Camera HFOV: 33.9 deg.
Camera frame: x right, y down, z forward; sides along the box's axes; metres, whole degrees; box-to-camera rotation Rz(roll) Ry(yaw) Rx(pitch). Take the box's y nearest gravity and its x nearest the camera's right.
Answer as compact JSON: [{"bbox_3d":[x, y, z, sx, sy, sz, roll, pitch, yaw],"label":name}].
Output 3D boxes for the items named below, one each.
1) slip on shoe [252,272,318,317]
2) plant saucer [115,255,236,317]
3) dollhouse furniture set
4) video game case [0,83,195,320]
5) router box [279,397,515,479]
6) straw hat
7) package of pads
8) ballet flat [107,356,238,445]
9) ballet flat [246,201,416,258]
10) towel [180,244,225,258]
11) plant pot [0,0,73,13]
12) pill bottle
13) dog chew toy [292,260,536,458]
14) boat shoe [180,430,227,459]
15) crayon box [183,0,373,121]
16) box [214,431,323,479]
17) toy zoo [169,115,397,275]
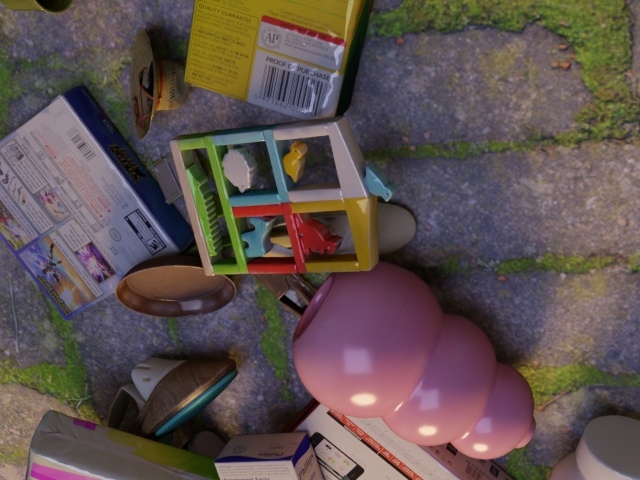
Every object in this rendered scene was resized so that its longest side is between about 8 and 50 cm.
[{"bbox_3d":[-0.050,0.065,1.455,0.135,0.041,0.051,41,122,-3],"label":"slip on shoe"},{"bbox_3d":[-0.203,0.062,1.472,0.169,0.029,0.168,-4,151,-2],"label":"plant saucer"},{"bbox_3d":[-0.164,-0.057,1.447,0.076,0.059,0.151,-29,84,37],"label":"dollhouse furniture set"},{"bbox_3d":[-0.352,-0.049,1.497,0.244,0.061,0.269,-29,103,28],"label":"video game case"},{"bbox_3d":[0.086,0.374,1.539,0.335,0.082,0.301,40,122,-2],"label":"router box"},{"bbox_3d":[-0.204,-0.202,1.361,0.061,0.144,0.144,-2,122,-22],"label":"straw hat"},{"bbox_3d":[-0.293,0.393,1.567,0.297,0.101,0.229,18,129,-2],"label":"package of pads"},{"bbox_3d":[-0.254,0.257,1.603,0.124,0.116,0.342,48,127,13],"label":"ballet flat"},{"bbox_3d":[0.000,0.000,1.381,0.249,0.086,0.086,-4,114,21],"label":"ballet flat"},{"bbox_3d":[-0.183,0.031,1.486,0.083,0.009,0.060,-28,148,31],"label":"towel"},{"bbox_3d":[-0.376,-0.329,1.359,0.079,0.083,0.083,-3,115,34],"label":"plant pot"},{"bbox_3d":[0.369,0.386,1.391,0.169,0.169,0.301,17,121,11],"label":"pill bottle"},{"bbox_3d":[0.131,0.169,1.359,0.332,0.206,0.206,32,122,-7],"label":"dog chew toy"},{"bbox_3d":[-0.139,0.401,1.640,0.228,0.080,0.076,48,127,-6],"label":"boat shoe"},{"bbox_3d":[-0.037,-0.312,1.236,0.202,0.081,0.318,20,121,10],"label":"crayon box"},{"bbox_3d":[-0.065,0.348,1.490,0.126,0.072,0.137,-7,112,25],"label":"box"},{"bbox_3d":[-0.041,-0.051,1.305,0.293,0.030,0.192,-2,111,30],"label":"toy zoo"}]
